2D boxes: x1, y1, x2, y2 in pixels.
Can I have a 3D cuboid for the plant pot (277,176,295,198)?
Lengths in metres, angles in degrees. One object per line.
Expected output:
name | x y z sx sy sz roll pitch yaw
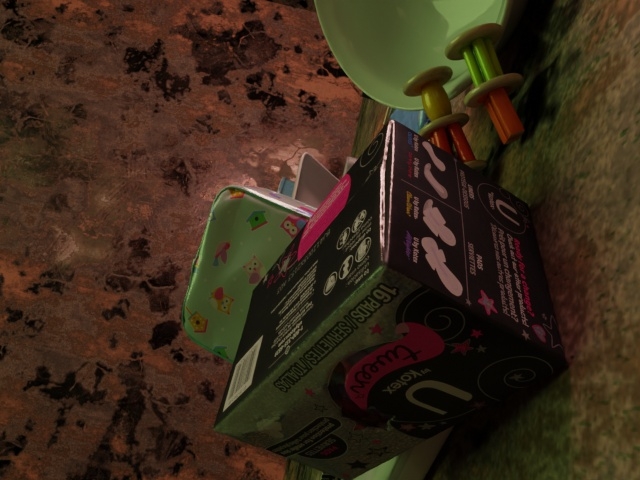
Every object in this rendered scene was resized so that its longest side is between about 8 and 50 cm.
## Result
plant pot | 0.000 0.000 1.331 0.271 0.255 0.271 -168 90 -88

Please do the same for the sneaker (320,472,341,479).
sneaker | 0.015 0.471 0.981 0.109 0.040 0.043 -79 0 -47

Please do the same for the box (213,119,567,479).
box | 0.041 0.064 0.426 0.247 0.142 0.163 -50 20 40

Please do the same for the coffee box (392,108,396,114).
coffee box | 0.171 -0.246 1.139 0.113 0.040 0.184 -80 3 -53

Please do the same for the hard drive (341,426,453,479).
hard drive | 0.082 0.208 0.636 0.233 0.047 0.353 -79 3 -55

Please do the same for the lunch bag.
lunch bag | -0.086 0.068 0.839 0.108 0.224 0.279 -13 -57 -69

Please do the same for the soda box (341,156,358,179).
soda box | 0.094 -0.101 1.605 0.091 0.098 0.286 -79 3 -72

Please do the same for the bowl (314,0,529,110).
bowl | 0.126 -0.306 0.587 0.298 0.134 0.297 38 141 40

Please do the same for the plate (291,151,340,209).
plate | 0.019 0.012 1.050 0.045 0.278 0.277 -16 51 39

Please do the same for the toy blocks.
toy blocks | 0.144 -0.103 0.496 0.123 0.054 0.148 -31 75 60

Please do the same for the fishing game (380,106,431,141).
fishing game | 0.167 -0.213 0.974 0.264 0.041 0.189 -113 34 -65

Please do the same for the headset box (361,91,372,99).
headset box | 0.187 -0.508 1.381 0.293 0.110 0.218 -79 2 -49
